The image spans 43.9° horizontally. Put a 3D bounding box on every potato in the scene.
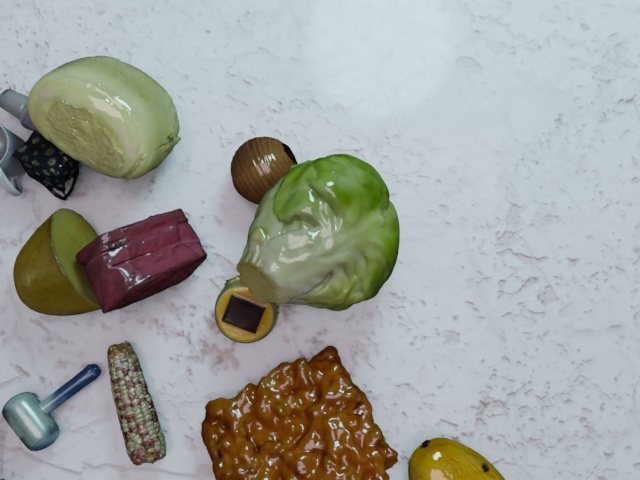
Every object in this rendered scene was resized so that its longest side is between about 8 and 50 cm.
[{"bbox_3d":[-0.501,0.061,1.497,0.158,0.178,0.203,-24,106,14],"label":"potato"}]

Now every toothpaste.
[{"bbox_3d":[-0.498,-0.216,1.545,0.282,0.068,0.099,26,51,4],"label":"toothpaste"}]

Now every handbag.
[{"bbox_3d":[-0.329,0.031,1.469,0.225,0.146,0.135,-25,83,-46],"label":"handbag"},{"bbox_3d":[-0.515,-0.125,1.523,0.115,0.139,0.072,22,52,13],"label":"handbag"}]

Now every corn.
[{"bbox_3d":[-0.355,0.309,1.507,0.079,0.079,0.237,-17,85,-3],"label":"corn"}]

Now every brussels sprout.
[{"bbox_3d":[0.009,0.002,1.448,0.243,0.274,0.316,28,80,43],"label":"brussels sprout"}]

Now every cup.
[{"bbox_3d":[-0.624,-0.152,1.519,0.099,0.133,0.136,0,84,-2],"label":"cup"}]

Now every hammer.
[{"bbox_3d":[-0.500,0.305,1.513,0.194,0.069,0.116,-38,85,-9],"label":"hammer"}]

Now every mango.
[{"bbox_3d":[0.271,0.482,1.490,0.157,0.109,0.262,-41,91,-14],"label":"mango"}]

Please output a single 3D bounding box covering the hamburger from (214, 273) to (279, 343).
[{"bbox_3d":[-0.141,0.129,1.529,0.127,0.081,0.141,5,96,1],"label":"hamburger"}]

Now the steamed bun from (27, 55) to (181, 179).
[{"bbox_3d":[-0.391,-0.253,1.476,0.273,0.232,0.166,33,125,1],"label":"steamed bun"}]

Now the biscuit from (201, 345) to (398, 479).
[{"bbox_3d":[-0.038,0.386,1.457,0.312,0.110,0.318,-29,64,-6],"label":"biscuit"}]

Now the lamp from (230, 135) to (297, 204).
[{"bbox_3d":[-0.109,-0.134,1.528,0.136,0.136,0.136,0,84,-1],"label":"lamp"}]

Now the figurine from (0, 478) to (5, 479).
[{"bbox_3d":[-0.657,0.489,1.470,0.205,0.103,0.260,4,94,1],"label":"figurine"}]
